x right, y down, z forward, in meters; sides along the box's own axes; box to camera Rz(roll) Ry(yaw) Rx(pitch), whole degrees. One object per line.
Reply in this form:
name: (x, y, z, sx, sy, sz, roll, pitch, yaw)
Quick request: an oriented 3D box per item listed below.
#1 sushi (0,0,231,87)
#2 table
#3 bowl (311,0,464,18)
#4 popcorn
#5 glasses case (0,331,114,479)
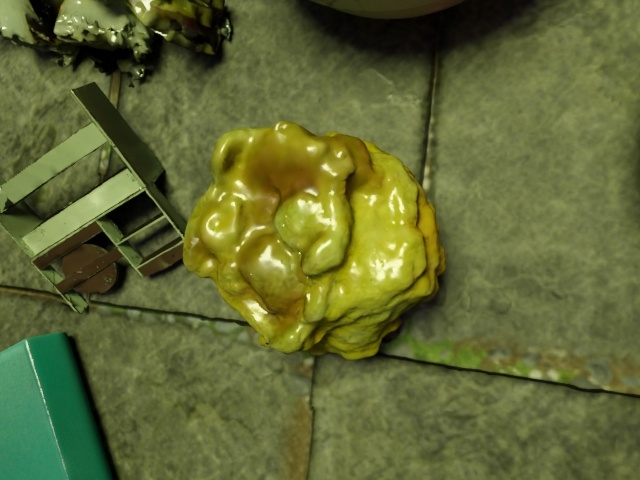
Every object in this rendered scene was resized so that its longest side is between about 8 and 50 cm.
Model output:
sushi: (-0.238, -0.231, 0.491, 0.291, 0.139, 0.131, 19, 100, 15)
table: (-0.226, -0.036, 0.507, 0.146, 0.062, 0.175, -29, 111, 13)
bowl: (0.065, -0.298, 0.400, 0.287, 0.144, 0.286, -1, 86, 17)
popcorn: (-0.003, 0.003, 0.399, 0.198, 0.155, 0.197, 1, 98, 10)
glasses case: (-0.252, 0.248, 0.503, 0.117, 0.070, 0.300, -25, 82, 20)
